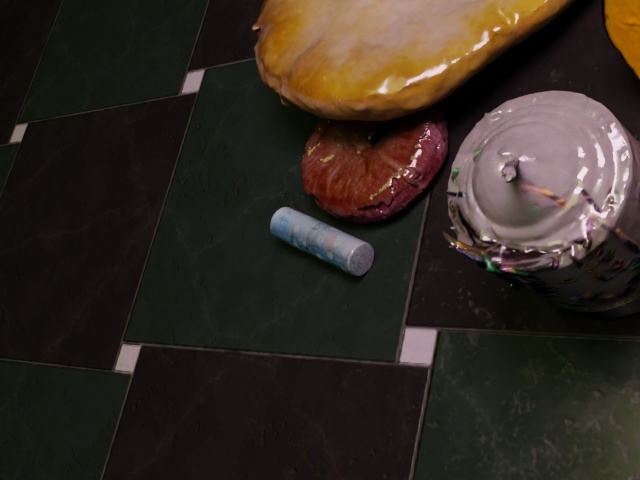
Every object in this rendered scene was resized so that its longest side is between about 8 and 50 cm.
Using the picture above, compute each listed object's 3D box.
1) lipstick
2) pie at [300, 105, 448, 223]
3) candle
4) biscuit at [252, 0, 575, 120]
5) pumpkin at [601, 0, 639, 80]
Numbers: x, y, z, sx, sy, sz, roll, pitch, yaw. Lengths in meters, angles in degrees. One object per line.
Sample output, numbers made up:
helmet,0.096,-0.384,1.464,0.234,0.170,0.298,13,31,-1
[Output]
lipstick,0.000,0.000,1.096,0.158,0.048,0.048,25,84,42
pie,0.067,-0.121,1.104,0.219,0.054,0.204,22,80,42
candle,0.219,-0.039,0.769,0.187,0.330,0.187,-14,66,35
biscuit,0.117,-0.332,1.119,0.446,0.104,0.429,-42,49,-4
pumpkin,0.440,-0.267,0.763,0.232,0.242,0.325,-43,28,-17
